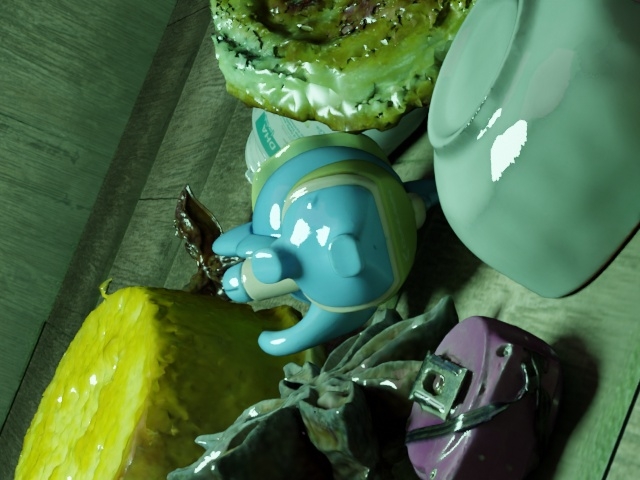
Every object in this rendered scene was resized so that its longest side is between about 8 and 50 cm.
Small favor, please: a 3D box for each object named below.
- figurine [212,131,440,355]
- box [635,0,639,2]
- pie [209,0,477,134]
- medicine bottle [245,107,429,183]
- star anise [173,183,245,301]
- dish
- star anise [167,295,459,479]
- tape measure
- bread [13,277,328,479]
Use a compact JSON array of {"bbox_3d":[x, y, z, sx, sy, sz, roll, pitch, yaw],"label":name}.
[{"bbox_3d":[0.000,-0.004,1.431,0.180,0.154,0.262,-41,2,20],"label":"figurine"},{"bbox_3d":[0.177,-0.251,1.027,0.167,0.294,0.193,124,166,-73],"label":"box"},{"bbox_3d":[0.050,-0.240,1.543,0.288,0.103,0.354,-10,48,21],"label":"pie"},{"bbox_3d":[0.008,-0.118,1.684,0.215,0.135,0.135,-43,28,57],"label":"medicine bottle"},{"bbox_3d":[-0.154,0.043,2.043,0.140,0.144,0.158,37,140,44],"label":"star anise"},{"bbox_3d":[0.153,-0.099,1.188,0.256,0.117,0.256,-58,18,32],"label":"dish"},{"bbox_3d":[0.012,0.141,1.278,0.223,0.109,0.236,-31,5,-25],"label":"star anise"},{"bbox_3d":[0.104,0.109,1.132,0.118,0.074,0.125,-67,17,-4],"label":"tape measure"},{"bbox_3d":[-0.130,0.230,1.515,0.398,0.215,0.398,-51,25,36],"label":"bread"}]
